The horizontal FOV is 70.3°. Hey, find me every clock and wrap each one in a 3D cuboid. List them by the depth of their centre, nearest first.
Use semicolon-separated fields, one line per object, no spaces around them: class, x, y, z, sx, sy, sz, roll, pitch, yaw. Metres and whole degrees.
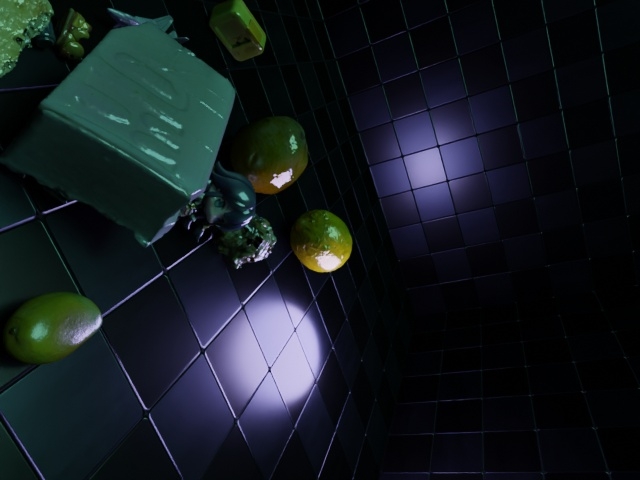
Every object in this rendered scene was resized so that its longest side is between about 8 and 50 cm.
clock;-0.310;-0.794;1.718;0.202;0.143;0.096;46;41;-51

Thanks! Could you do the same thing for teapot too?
teapot;-0.606;-0.467;0.994;0.063;0.049;0.084;-11;88;-67

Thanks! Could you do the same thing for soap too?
soap;-0.405;-0.260;1.015;0.350;0.212;0.435;33;42;-26

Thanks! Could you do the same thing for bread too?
bread;-0.644;-0.436;0.868;0.181;0.038;0.251;40;51;-37

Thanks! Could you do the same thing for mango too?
mango;-0.499;0.162;0.861;0.194;0.091;0.130;10;67;-70

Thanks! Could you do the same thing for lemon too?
lemon;0.000;0.000;1.888;0.320;0.245;0.246;43;40;-44

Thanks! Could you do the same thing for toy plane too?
toy plane;-0.493;-0.576;1.277;0.267;0.088;0.213;1;76;-58

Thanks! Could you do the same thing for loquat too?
loquat;-0.173;-0.298;1.606;0.276;0.283;0.276;49;30;-43

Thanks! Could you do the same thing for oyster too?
oyster;-0.269;-0.085;1.448;0.197;0.133;0.337;-30;91;-39

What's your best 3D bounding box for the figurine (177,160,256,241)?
figurine;-0.311;-0.117;1.262;0.264;0.175;0.197;19;61;-15

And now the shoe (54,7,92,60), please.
shoe;-0.570;-0.475;1.051;0.069;0.072;0.109;23;57;-56
